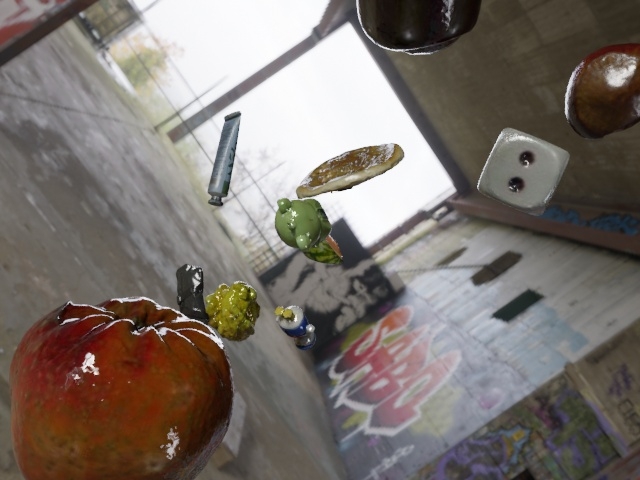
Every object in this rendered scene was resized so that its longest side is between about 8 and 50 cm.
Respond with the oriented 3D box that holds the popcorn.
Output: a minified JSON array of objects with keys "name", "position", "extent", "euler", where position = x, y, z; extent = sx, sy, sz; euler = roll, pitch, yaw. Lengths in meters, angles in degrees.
[{"name":"popcorn","position":[-0.277,0.230,2.263],"extent":[0.197,0.155,0.198],"euler":[-5,90,-68]}]

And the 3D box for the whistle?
[{"name":"whistle","position":[-0.030,-0.033,1.327],"extent":[0.105,0.085,0.227],"euler":[63,13,2]}]

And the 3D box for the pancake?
[{"name":"pancake","position":[0.069,-0.169,1.715],"extent":[0.282,0.282,0.049],"euler":[-126,-165,-70]}]

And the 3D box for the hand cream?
[{"name":"hand cream","position":[-0.256,-0.218,1.874],"extent":[0.055,0.256,0.088],"euler":[14,-11,-34]}]

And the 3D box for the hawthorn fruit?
[{"name":"hawthorn fruit","position":[-0.353,0.303,1.229],"extent":[0.403,0.402,0.403],"euler":[56,-1,1]}]

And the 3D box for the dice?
[{"name":"dice","position":[0.542,-0.183,1.896],"extent":[0.194,0.192,0.193],"euler":[27,13,14]}]

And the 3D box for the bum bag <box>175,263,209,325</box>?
[{"name":"bum bag","position":[-0.338,0.157,1.872],"extent":[0.049,0.087,0.198],"euler":[19,60,-62]}]

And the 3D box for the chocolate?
[{"name":"chocolate","position":[0.228,-0.618,1.702],"extent":[0.384,0.383,0.332],"euler":[-126,-146,-58]}]

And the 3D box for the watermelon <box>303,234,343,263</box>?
[{"name":"watermelon","position":[-0.013,0.005,1.587],"extent":[0.087,0.069,0.163],"euler":[45,8,-27]}]

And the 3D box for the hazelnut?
[{"name":"hazelnut","position":[0.572,-0.288,1.354],"extent":[0.160,0.201,0.170],"euler":[59,22,-58]}]

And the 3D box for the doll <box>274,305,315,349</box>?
[{"name":"doll","position":[-0.046,0.181,1.452],"extent":[0.098,0.058,0.143],"euler":[13,-30,34]}]
